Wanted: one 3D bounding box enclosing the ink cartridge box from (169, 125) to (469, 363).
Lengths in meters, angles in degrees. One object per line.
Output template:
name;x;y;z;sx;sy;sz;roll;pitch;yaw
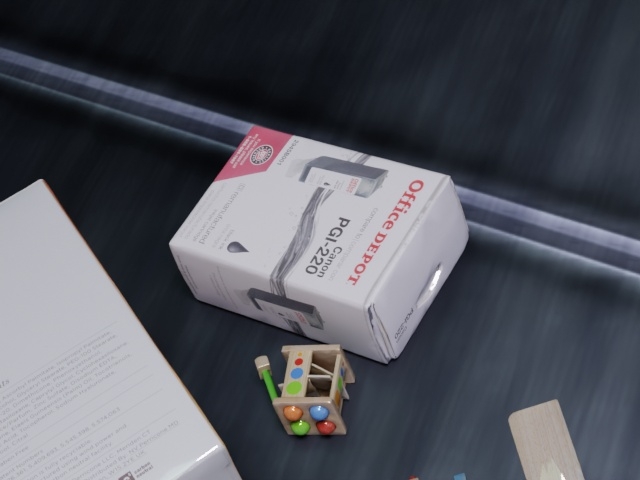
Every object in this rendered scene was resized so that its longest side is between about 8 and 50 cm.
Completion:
ink cartridge box;0.000;0.000;1.390;0.218;0.092;0.158;17;59;29

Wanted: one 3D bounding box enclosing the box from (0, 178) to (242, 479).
box;-0.190;0.152;1.247;0.168;0.215;0.345;-33;49;-9

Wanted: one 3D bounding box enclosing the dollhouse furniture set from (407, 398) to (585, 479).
dollhouse furniture set;0.127;0.190;1.122;0.129;0.183;0.129;-18;48;5

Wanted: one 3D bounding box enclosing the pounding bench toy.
pounding bench toy;-0.020;0.130;1.313;0.083;0.052;0.065;-3;51;18
